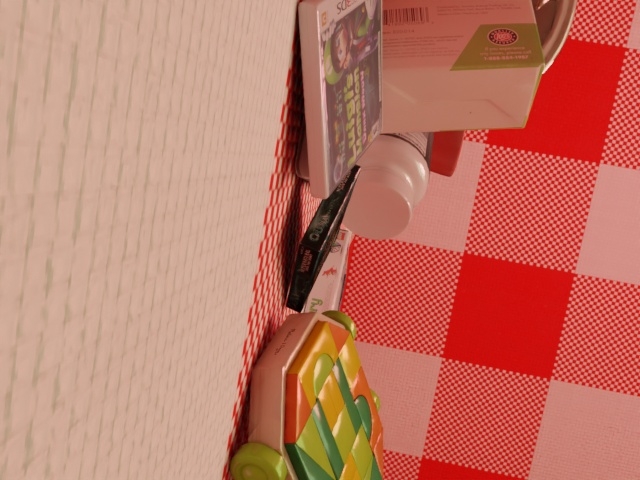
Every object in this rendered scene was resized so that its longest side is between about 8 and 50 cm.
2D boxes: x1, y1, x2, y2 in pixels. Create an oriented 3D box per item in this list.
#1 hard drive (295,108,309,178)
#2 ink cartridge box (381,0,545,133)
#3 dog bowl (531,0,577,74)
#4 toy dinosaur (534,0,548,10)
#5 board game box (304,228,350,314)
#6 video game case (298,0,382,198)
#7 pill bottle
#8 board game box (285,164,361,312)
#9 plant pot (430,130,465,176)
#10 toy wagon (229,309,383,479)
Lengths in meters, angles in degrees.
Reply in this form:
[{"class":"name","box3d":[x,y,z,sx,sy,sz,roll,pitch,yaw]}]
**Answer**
[{"class":"hard drive","box3d":[0.020,-0.168,0.868,0.307,0.040,0.203,-11,112,-85]},{"class":"ink cartridge box","box3d":[0.161,-0.317,0.906,0.119,0.207,0.354,82,8,-59]},{"class":"dog bowl","box3d":[0.256,-0.454,1.162,0.150,0.408,0.408,15,-85,56]},{"class":"toy dinosaur","box3d":[0.318,-0.427,0.954,0.200,0.127,0.296,117,-26,-74]},{"class":"board game box","box3d":[0.001,0.153,1.265,0.193,0.053,0.305,92,10,-55]},{"class":"video game case","box3d":[0.027,-0.164,0.683,0.173,0.022,0.190,-52,147,-49]},{"class":"pill bottle","box3d":[0.120,-0.155,1.263,0.319,0.176,0.176,-75,173,-45]},{"class":"board game box","box3d":[0.000,0.000,0.831,0.186,0.026,0.126,107,8,-61]},{"class":"plant pot","box3d":[0.202,-0.295,1.522,0.275,0.243,0.275,10,90,-85]},{"class":"toy wagon","box3d":[0.013,0.257,0.799,0.267,0.068,0.344,-54,130,-56]}]
